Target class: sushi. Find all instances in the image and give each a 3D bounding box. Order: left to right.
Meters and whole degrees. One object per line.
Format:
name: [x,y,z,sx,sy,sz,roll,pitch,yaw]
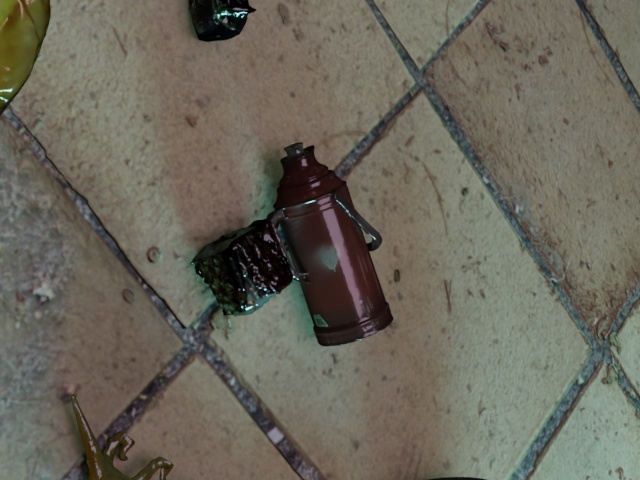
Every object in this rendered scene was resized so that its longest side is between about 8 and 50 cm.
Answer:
sushi: [-0.110,-0.267,1.350,0.056,0.085,0.083,7,84,-37]
sushi: [-0.081,0.031,1.344,0.094,0.098,0.084,-34,107,-32]

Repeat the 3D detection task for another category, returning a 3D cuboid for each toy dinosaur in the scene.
toy dinosaur: [-0.226,0.253,1.257,0.162,0.039,0.126,40,66,-27]

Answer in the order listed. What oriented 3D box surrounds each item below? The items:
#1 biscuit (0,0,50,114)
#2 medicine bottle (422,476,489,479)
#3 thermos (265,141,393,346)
biscuit: [-0.387,-0.208,1.077,0.296,0.102,0.296,-17,125,-27]
medicine bottle: [0.165,0.443,1.483,0.141,0.141,0.293,-6,91,-38]
thermos: [0.002,0.000,1.411,0.124,0.099,0.232,-28,106,-34]
